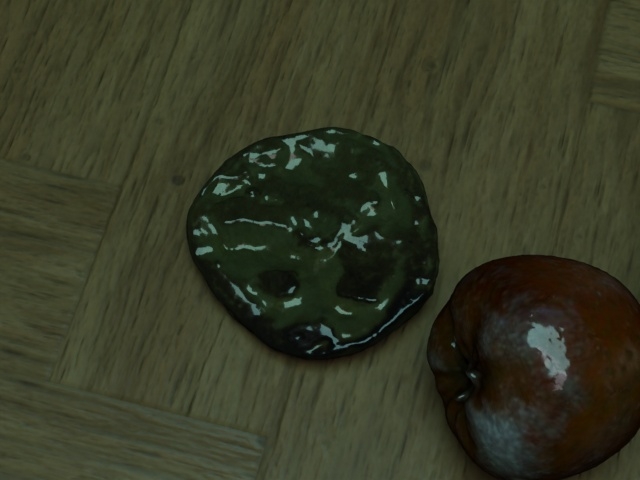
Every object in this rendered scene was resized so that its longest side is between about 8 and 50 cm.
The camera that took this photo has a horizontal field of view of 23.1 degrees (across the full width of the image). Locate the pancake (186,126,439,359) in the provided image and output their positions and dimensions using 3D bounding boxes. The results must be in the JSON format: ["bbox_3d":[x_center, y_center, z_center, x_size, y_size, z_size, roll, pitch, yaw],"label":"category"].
[{"bbox_3d":[0.000,0.000,1.757,0.294,0.049,0.294,-2,62,3],"label":"pancake"}]

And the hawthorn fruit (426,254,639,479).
[{"bbox_3d":[0.229,0.123,1.604,0.263,0.231,0.235,-24,85,-51],"label":"hawthorn fruit"}]
